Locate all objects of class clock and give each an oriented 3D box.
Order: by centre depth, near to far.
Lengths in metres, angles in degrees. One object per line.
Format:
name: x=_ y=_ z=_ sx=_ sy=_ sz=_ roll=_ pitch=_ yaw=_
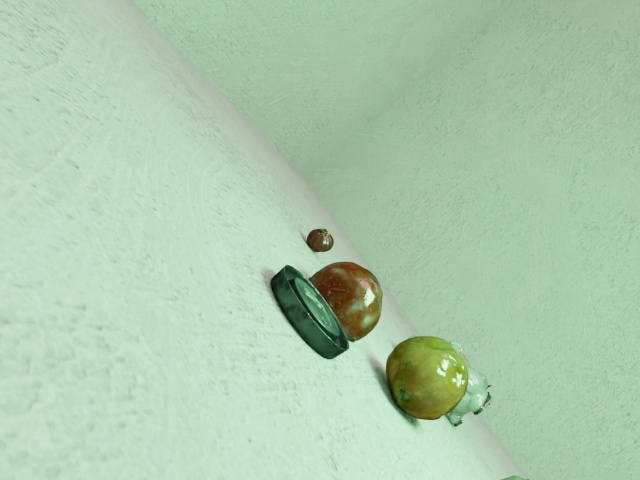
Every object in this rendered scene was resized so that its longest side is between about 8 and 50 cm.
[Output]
clock: x=-0.021 y=0.147 z=0.961 sx=0.215 sy=0.042 sz=0.215 roll=51 pitch=6 yaw=-8

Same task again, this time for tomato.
tomato: x=0.083 y=0.143 z=1.241 sx=0.214 sy=0.155 sz=0.180 roll=57 pitch=12 yaw=30

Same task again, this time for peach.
peach: x=0.264 y=0.353 z=1.203 sx=0.214 sy=0.214 sz=0.235 roll=54 pitch=24 yaw=19

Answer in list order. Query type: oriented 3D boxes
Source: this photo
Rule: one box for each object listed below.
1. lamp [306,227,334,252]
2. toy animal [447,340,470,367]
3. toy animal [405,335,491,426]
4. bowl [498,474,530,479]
lamp: x=0.000 y=0.000 z=1.687 sx=0.101 sy=0.090 sz=0.101 roll=14 pitch=29 yaw=-8
toy animal: x=0.543 y=0.532 z=1.969 sx=0.195 sy=0.213 sz=0.256 roll=18 pitch=-13 yaw=15
toy animal: x=0.456 y=0.493 z=1.751 sx=0.357 sy=0.194 sz=0.257 roll=46 pitch=30 yaw=12
bowl: x=0.699 y=0.890 z=1.580 sx=0.211 sy=0.112 sz=0.211 roll=52 pitch=5 yaw=-7
